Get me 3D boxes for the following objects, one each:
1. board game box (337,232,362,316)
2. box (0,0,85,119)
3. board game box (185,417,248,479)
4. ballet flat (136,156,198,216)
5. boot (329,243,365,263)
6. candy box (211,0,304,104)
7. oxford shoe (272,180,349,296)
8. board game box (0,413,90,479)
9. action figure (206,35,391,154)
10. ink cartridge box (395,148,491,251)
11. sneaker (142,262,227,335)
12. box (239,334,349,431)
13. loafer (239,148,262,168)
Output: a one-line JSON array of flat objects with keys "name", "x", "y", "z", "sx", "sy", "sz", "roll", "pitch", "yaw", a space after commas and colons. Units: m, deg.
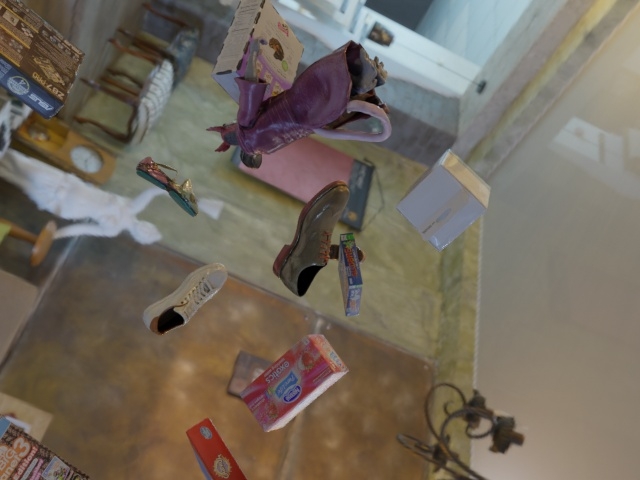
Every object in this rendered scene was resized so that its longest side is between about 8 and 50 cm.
[{"name": "board game box", "x": 0.072, "y": 0.087, "z": 1.663, "sx": 0.201, "sy": 0.035, "sz": 0.136, "roll": 90, "pitch": -8, "yaw": -63}, {"name": "box", "x": -0.911, "y": -0.587, "z": 2.019, "sx": 0.097, "sy": 0.395, "sz": 0.318, "roll": -34, "pitch": -143, "yaw": 23}, {"name": "board game box", "x": -0.199, "y": 0.604, "z": 1.605, "sx": 0.064, "sy": 0.316, "sz": 0.242, "roll": -29, "pitch": 145, "yaw": -20}, {"name": "ballet flat", "x": -0.424, "y": -0.163, "z": 1.958, "sx": 0.079, "sy": 0.221, "sz": 0.077, "roll": -56, "pitch": -166, "yaw": -20}, {"name": "boot", "x": 0.094, "y": 0.044, "z": 2.017, "sx": 0.158, "sy": 0.084, "sz": 0.059, "roll": 11, "pitch": -95, "yaw": 54}, {"name": "candy box", "x": -0.123, "y": -0.370, "z": 1.399, "sx": 0.070, "sy": 0.165, "sz": 0.196, "roll": 1, "pitch": -116, "yaw": 32}, {"name": "oxford shoe", "x": 0.000, "y": 0.000, "z": 1.835, "sx": 0.130, "sy": 0.123, "sz": 0.348, "roll": 50, "pitch": -55, "yaw": 34}, {"name": "board game box", "x": -0.631, "y": 0.432, "z": 1.289, "sx": 0.141, "sy": 0.232, "sz": 0.291, "roll": -66, "pitch": 148, "yaw": -32}, {"name": "action figure", "x": -0.044, "y": -0.229, "z": 1.302, "sx": 0.370, "sy": 0.248, "sz": 0.276, "roll": -22, "pitch": -121, "yaw": 17}, {"name": "ink cartridge box", "x": 0.176, "y": -0.058, "z": 0.965, "sx": 0.092, "sy": 0.090, "sz": 0.143, "roll": -45, "pitch": 180, "yaw": 23}, {"name": "sneaker", "x": -0.383, "y": 0.185, "z": 2.028, "sx": 0.290, "sy": 0.106, "sz": 0.123, "roll": -39, "pitch": -146, "yaw": -13}, {"name": "box", "x": -0.081, "y": 0.444, "z": 2.128, "sx": 0.300, "sy": 0.154, "sz": 0.142, "roll": -41, "pitch": 161, "yaw": 11}, {"name": "loafer", "x": -0.156, "y": -0.219, "z": 1.614, "sx": 0.170, "sy": 0.061, "sz": 0.062, "roll": 79, "pitch": 32, "yaw": -64}]
